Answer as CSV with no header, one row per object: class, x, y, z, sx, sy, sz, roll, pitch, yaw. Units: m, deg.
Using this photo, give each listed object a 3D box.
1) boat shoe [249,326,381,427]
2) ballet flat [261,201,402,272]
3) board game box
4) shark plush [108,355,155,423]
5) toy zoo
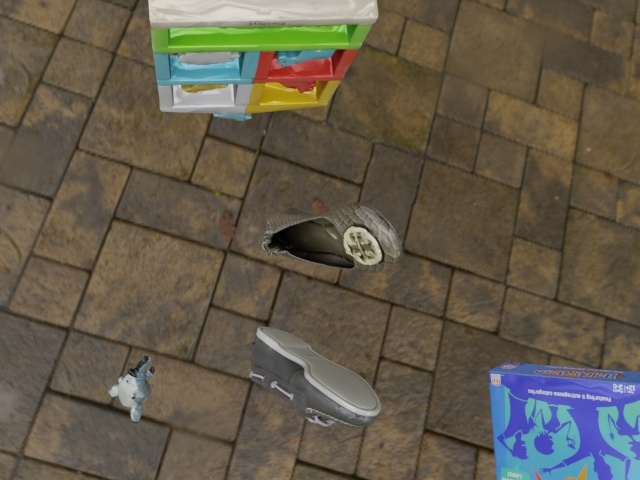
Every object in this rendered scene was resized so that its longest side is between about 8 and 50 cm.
boat shoe,-0.018,0.235,1.172,0.112,0.335,0.095,12,97,-32
ballet flat,0.000,0.000,0.831,0.058,0.250,0.084,-28,109,-28
board game box,0.242,0.223,0.675,0.047,0.160,0.210,-9,94,-50
shark plush,-0.306,0.230,1.232,0.073,0.161,0.067,36,48,24
toy zoo,-0.070,-0.176,0.749,0.192,0.293,0.030,-4,84,-10
